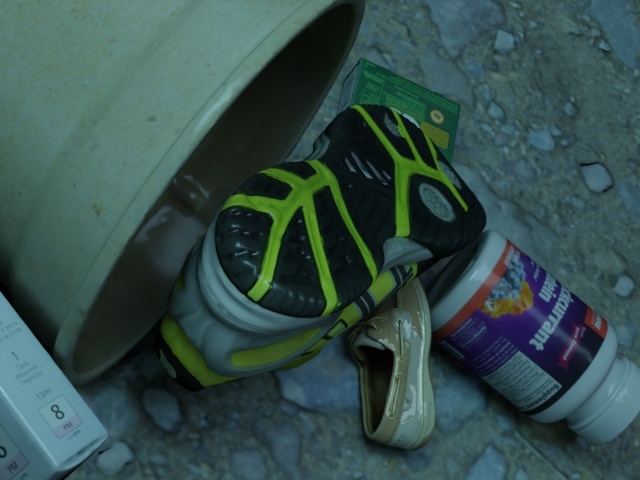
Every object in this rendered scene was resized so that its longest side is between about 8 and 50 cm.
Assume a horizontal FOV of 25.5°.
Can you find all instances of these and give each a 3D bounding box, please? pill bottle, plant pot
[{"bbox_3d":[0.187,0.089,1.224,0.193,0.108,0.108,39,52,-6],"label":"pill bottle"},{"bbox_3d":[-0.190,-0.120,0.980,0.305,0.334,0.334,36,52,5],"label":"plant pot"}]

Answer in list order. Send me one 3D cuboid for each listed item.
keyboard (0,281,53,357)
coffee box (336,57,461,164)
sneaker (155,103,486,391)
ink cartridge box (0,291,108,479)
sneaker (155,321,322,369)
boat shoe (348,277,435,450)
[{"bbox_3d":[-0.230,-0.048,1.109,0.201,0.033,0.317,37,52,-7],"label":"keyboard"},{"bbox_3d":[0.061,-0.067,1.278,0.113,0.040,0.184,23,55,-17],"label":"coffee box"},{"bbox_3d":[0.000,0.000,1.095,0.145,0.147,0.385,53,32,10],"label":"sneaker"},{"bbox_3d":[-0.265,0.087,0.915,0.232,0.189,0.066,50,38,2],"label":"ink cartridge box"},{"bbox_3d":[-0.068,0.069,1.126,0.144,0.053,0.059,6,60,-35],"label":"sneaker"},{"bbox_3d":[0.054,0.089,1.176,0.059,0.063,0.170,9,61,-33],"label":"boat shoe"}]
